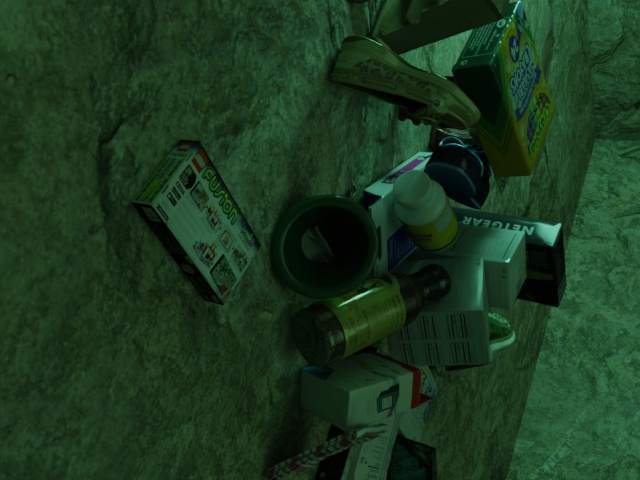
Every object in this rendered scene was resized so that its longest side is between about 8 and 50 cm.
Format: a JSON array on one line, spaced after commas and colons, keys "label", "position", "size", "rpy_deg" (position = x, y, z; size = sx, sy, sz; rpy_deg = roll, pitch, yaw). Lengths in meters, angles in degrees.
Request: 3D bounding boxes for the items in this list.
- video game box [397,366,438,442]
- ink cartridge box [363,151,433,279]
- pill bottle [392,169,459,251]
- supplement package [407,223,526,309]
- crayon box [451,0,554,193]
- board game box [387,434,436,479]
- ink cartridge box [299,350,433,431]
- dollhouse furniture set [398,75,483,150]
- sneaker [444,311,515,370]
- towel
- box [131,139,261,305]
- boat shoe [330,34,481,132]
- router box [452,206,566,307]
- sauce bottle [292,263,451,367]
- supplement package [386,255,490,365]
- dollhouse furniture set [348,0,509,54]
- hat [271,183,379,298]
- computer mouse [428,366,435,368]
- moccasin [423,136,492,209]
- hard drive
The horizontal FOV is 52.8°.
[{"label": "video game box", "position": [0.229, 0.406, 1.619], "size": [0.187, 0.048, 0.205], "rpy_deg": [-61, 145, -27]}, {"label": "ink cartridge box", "position": [0.168, -0.055, 1.369], "size": [0.371, 0.069, 0.175], "rpy_deg": [-38, 130, -52]}, {"label": "pill bottle", "position": [0.204, -0.059, 1.270], "size": [0.184, 0.103, 0.103], "rpy_deg": [49, 56, -53]}, {"label": "supplement package", "position": [0.344, 0.052, 1.518], "size": [0.139, 0.244, 0.134], "rpy_deg": [-47, 135, -43]}, {"label": "crayon box", "position": [0.380, -0.275, 1.285], "size": [0.323, 0.083, 0.203], "rpy_deg": [56, 50, -38]}, {"label": "board game box", "position": [0.222, 0.564, 1.573], "size": [0.026, 0.126, 0.186], "rpy_deg": [-38, 129, -49]}, {"label": "ink cartridge box", "position": [0.091, 0.269, 1.199], "size": [0.231, 0.134, 0.078], "rpy_deg": [-6, 103, -41]}, {"label": "dollhouse furniture set", "position": [0.307, -0.296, 1.421], "size": [0.374, 0.201, 0.152], "rpy_deg": [17, 84, -53]}, {"label": "sneaker", "position": [0.465, 0.244, 1.900], "size": [0.410, 0.158, 0.182], "rpy_deg": [-17, 95, -62]}, {"label": "towel", "position": [0.015, 0.371, 1.127], "size": [0.144, 0.197, 0.029], "rpy_deg": [18, 45, -62]}, {"label": "box", "position": [-0.156, -0.019, 0.858], "size": [0.114, 0.036, 0.207], "rpy_deg": [-61, 144, -31]}, {"label": "boat shoe", "position": [0.152, -0.259, 1.150], "size": [0.089, 0.285, 0.104], "rpy_deg": [-67, -167, -6]}, {"label": "router box", "position": [0.453, 0.039, 1.637], "size": [0.081, 0.309, 0.243], "rpy_deg": [-58, 144, -29]}, {"label": "sauce bottle", "position": [0.107, 0.124, 1.189], "size": [0.344, 0.111, 0.111], "rpy_deg": [-19, 115, -39]}, {"label": "supplement package", "position": [0.253, 0.151, 1.380], "size": [0.194, 0.203, 0.149], "rpy_deg": [-69, 150, -55]}, {"label": "dollhouse furniture set", "position": [0.116, -0.525, 1.071], "size": [0.394, 0.256, 0.362], "rpy_deg": [38, 63, -33]}, {"label": "hat", "position": [0.000, 0.000, 1.138], "size": [0.209, 0.183, 0.173], "rpy_deg": [-9, 98, -14]}, {"label": "computer mouse", "position": [0.297, 0.245, 1.695], "size": [0.071, 0.041, 0.242], "rpy_deg": [-49, 138, -43]}, {"label": "moccasin", "position": [0.304, -0.161, 1.402], "size": [0.116, 0.138, 0.342], "rpy_deg": [-66, 162, 1]}, {"label": "hard drive", "position": [0.098, 0.413, 1.384], "size": [0.237, 0.064, 0.339], "rpy_deg": [41, 63, -55]}]
